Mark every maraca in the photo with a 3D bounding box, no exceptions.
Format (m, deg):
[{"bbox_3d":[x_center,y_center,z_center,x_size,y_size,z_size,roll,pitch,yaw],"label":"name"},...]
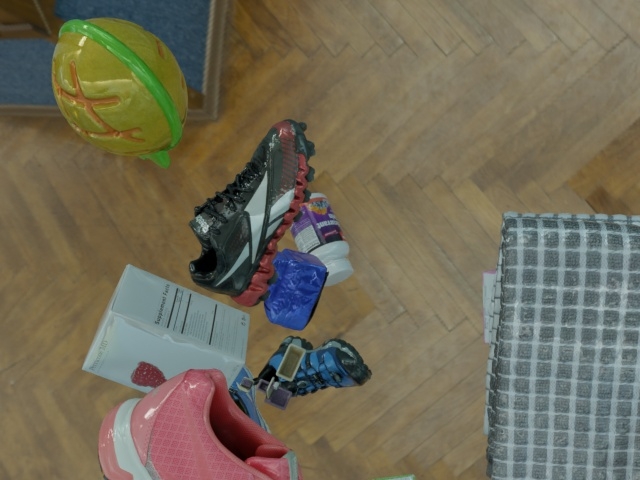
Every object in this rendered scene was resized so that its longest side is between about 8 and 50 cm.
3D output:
[{"bbox_3d":[-0.170,-0.120,0.650,0.127,0.185,0.099,41,71,2],"label":"maraca"}]

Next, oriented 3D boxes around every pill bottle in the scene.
[{"bbox_3d":[0.000,0.000,1.703,0.108,0.108,0.193,-30,70,17],"label":"pill bottle"}]

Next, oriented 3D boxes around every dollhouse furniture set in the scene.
[{"bbox_3d":[-0.080,0.221,1.336,0.091,0.081,0.114,22,65,8],"label":"dollhouse furniture set"}]

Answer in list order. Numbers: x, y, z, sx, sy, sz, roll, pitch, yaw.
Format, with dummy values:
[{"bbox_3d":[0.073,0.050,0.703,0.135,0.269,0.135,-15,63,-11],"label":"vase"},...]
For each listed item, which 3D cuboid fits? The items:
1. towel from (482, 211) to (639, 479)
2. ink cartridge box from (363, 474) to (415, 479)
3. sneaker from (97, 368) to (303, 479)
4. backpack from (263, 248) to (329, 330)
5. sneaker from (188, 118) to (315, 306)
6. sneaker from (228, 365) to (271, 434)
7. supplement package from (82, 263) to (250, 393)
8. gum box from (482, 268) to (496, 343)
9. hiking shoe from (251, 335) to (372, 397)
[{"bbox_3d":[0.278,0.118,0.715,0.235,0.121,0.283,2,99,8],"label":"towel"},{"bbox_3d":[0.040,0.550,1.499,0.207,0.353,0.119,-2,68,-16],"label":"ink cartridge box"},{"bbox_3d":[-0.058,0.249,0.654,0.136,0.116,0.314,-38,88,17],"label":"sneaker"},{"bbox_3d":[-0.053,0.081,1.245,0.101,0.098,0.120,14,100,-13],"label":"backpack"},{"bbox_3d":[-0.101,-0.040,1.034,0.097,0.135,0.276,46,119,54],"label":"sneaker"},{"bbox_3d":[-0.236,0.411,2.006,0.130,0.147,0.330,-33,50,-1],"label":"sneaker"},{"bbox_3d":[-0.322,0.214,1.618,0.293,0.175,0.177,24,118,-15],"label":"supplement package"},{"bbox_3d":[0.453,0.164,1.854,0.062,0.107,0.188,7,102,48],"label":"gum box"},{"bbox_3d":[-0.014,0.277,1.553,0.113,0.132,0.304,55,150,-16],"label":"hiking shoe"}]
